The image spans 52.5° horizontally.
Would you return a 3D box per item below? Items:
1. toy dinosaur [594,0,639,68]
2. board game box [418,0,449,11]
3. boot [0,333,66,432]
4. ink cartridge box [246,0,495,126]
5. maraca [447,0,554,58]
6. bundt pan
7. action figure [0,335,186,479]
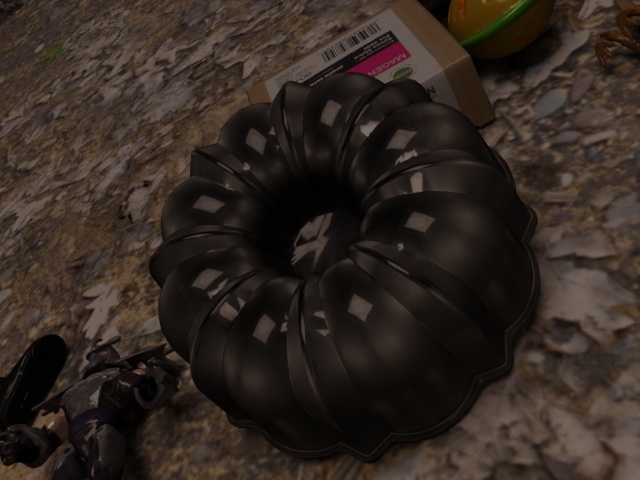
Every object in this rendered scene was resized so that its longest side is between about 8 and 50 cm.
[{"bbox_3d":[0.322,-0.211,0.634,0.112,0.064,0.212,-14,39,-15],"label":"toy dinosaur"},{"bbox_3d":[0.209,-0.347,0.784,0.211,0.039,0.160,-24,7,13],"label":"board game box"},{"bbox_3d":[-0.355,0.163,0.741,0.099,0.045,0.121,-10,47,32],"label":"boot"},{"bbox_3d":[0.045,-0.156,0.736,0.234,0.088,0.193,-29,39,7],"label":"ink cartridge box"},{"bbox_3d":[0.193,-0.260,0.731,0.127,0.099,0.186,-39,17,4],"label":"maraca"},{"bbox_3d":[0.000,0.000,0.524,0.330,0.124,0.331,-11,61,20],"label":"bundt pan"},{"bbox_3d":[-0.203,0.185,0.574,0.185,0.099,0.285,-35,35,14],"label":"action figure"}]
